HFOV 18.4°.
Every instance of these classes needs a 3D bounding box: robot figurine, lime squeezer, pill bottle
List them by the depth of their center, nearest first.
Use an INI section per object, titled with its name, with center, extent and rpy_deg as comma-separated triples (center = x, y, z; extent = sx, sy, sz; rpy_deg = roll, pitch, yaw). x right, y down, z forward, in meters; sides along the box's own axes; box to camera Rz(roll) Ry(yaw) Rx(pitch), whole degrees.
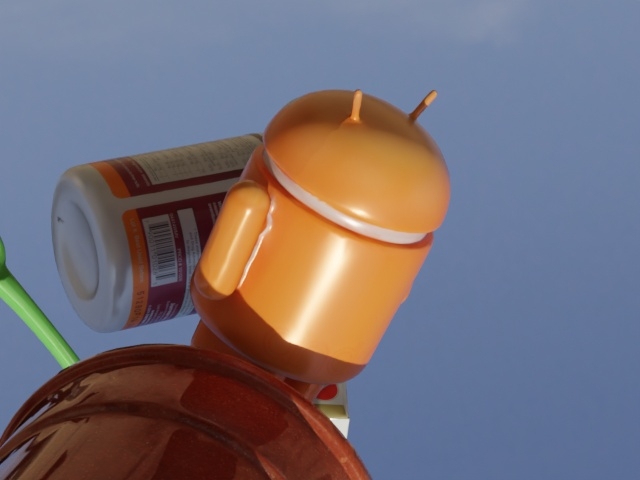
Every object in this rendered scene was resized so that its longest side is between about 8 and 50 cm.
[robot figurine]
center = 0.001, 0.000, 1.226
extent = 0.158, 0.219, 0.128
rpy_deg = 21, -157, -15
[pill bottle]
center = -0.072, -0.012, 1.419
extent = 0.221, 0.121, 0.121
rpy_deg = -12, -157, -26
[lime squeezer]
center = -0.300, 0.012, 1.526
extent = 0.310, 0.110, 0.059
rpy_deg = 28, -156, 7

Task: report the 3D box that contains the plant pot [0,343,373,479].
[plant pot]
center = -0.121, 0.227, 1.091
extent = 0.272, 0.272, 0.265
rpy_deg = -3, -165, 18

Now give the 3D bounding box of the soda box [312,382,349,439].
[soda box]
center = -0.024, 0.171, 1.458
extent = 0.074, 0.216, 0.069
rpy_deg = 1, -134, -5
